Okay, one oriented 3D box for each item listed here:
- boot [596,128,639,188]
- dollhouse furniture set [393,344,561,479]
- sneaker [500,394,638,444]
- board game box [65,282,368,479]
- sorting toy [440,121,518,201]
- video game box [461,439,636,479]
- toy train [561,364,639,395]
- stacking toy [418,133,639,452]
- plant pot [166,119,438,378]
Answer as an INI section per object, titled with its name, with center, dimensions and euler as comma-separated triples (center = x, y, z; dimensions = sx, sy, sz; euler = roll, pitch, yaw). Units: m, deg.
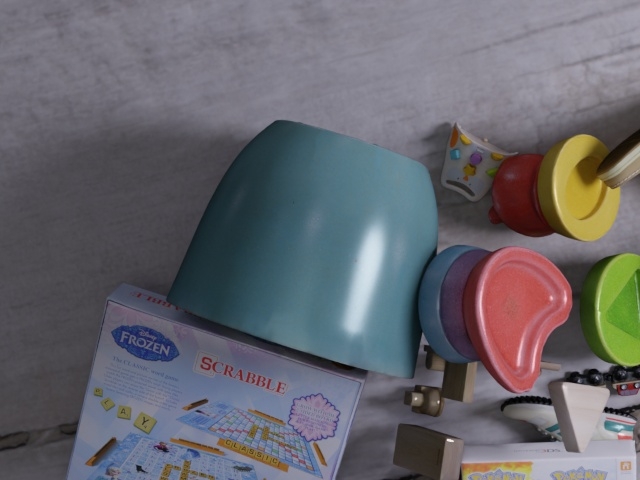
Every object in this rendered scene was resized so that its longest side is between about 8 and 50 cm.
[boot]
center = 0.426, -0.068, 1.617
dimensions = 0.213, 0.077, 0.165
euler = -30, 95, -24
[dollhouse furniture set]
center = 0.182, 0.205, 1.683
dimensions = 0.123, 0.144, 0.151
euler = 9, 88, -25
[sneaker]
center = 0.293, 0.231, 1.700
dimensions = 0.161, 0.057, 0.075
euler = 8, 92, 4
[board game box]
center = -0.133, 0.247, 1.720
dimensions = 0.319, 0.066, 0.318
euler = 18, 109, 5
[sorting toy]
center = 0.180, -0.087, 1.699
dimensions = 0.083, 0.045, 0.075
euler = 27, 117, 4
[video game box]
center = 0.273, 0.329, 1.695
dimensions = 0.205, 0.048, 0.187
euler = -4, 109, 7
[toy train]
center = 0.367, 0.167, 1.702
dimensions = 0.158, 0.027, 0.036
euler = -8, 105, 7
[stacking toy]
center = 0.245, 0.064, 1.627
dimensions = 0.309, 0.130, 0.279
euler = -49, 119, -31
[plant pot]
center = 0.000, 0.000, 1.611
dimensions = 0.293, 0.293, 0.235
euler = 17, 89, 5
